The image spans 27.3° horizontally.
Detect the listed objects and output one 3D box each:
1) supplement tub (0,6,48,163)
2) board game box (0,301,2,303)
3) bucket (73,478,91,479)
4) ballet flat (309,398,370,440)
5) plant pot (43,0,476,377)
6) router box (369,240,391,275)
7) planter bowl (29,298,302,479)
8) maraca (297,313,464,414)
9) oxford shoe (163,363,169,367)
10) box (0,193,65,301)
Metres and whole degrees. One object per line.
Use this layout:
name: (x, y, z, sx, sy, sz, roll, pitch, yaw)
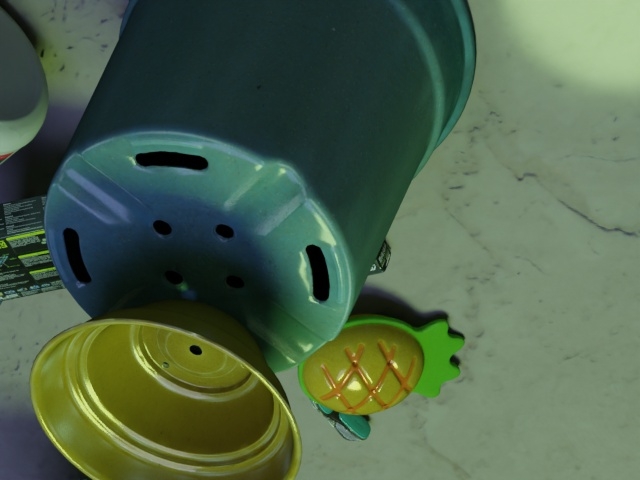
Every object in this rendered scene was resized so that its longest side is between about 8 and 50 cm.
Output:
supplement tub: (-0.420, -0.116, 1.306, 0.272, 0.191, 0.191, -32, 114, 30)
board game box: (-0.440, -0.017, 1.514, 0.136, 0.035, 0.201, 9, 131, 10)
bucket: (-0.284, 0.442, 1.622, 0.281, 0.183, 0.281, 27, 143, 23)
ballet flat: (0.012, 0.197, 1.552, 0.041, 0.041, 0.114, -26, 117, 33)
plant pot: (-0.057, -0.085, 1.133, 0.341, 0.334, 0.341, 8, 131, 10)
router box: (0.000, 0.000, 1.385, 0.122, 0.038, 0.092, -13, 125, 26)
planter bowl: (-0.109, 0.112, 1.030, 0.217, 0.090, 0.217, 9, 132, 10)
maraca: (0.066, 0.134, 1.444, 0.185, 0.099, 0.127, -4, 126, -11)
oxford shoe: (-0.157, 0.208, 1.575, 0.146, 0.140, 0.397, -12, 131, -1)
box: (-0.291, 0.006, 1.384, 0.190, 0.045, 0.184, -12, 158, -2)
